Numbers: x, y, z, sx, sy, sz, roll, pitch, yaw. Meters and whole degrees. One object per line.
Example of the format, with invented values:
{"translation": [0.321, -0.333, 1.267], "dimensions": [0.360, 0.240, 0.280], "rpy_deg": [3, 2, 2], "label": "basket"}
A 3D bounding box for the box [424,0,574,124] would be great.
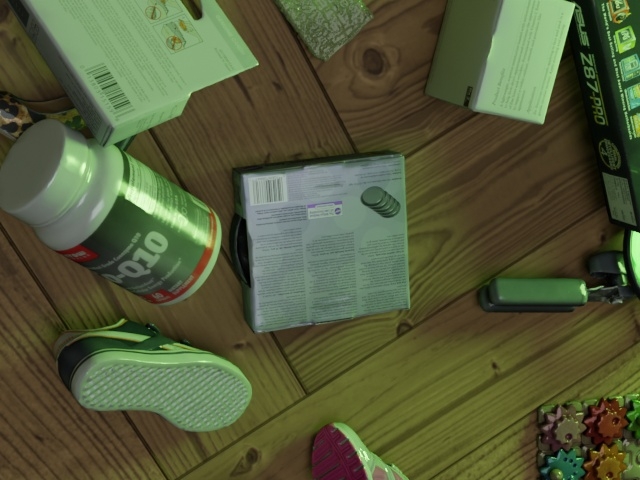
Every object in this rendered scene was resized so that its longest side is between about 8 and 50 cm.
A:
{"translation": [0.256, -0.276, 1.823], "dimensions": [0.119, 0.182, 0.180], "rpy_deg": [10, 100, -21], "label": "box"}

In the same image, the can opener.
{"translation": [0.391, 0.066, 2.020], "dimensions": [0.284, 0.076, 0.095], "rpy_deg": [1, 71, -18], "label": "can opener"}

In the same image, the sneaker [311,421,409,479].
{"translation": [0.078, 0.392, 1.981], "dimensions": [0.103, 0.111, 0.252], "rpy_deg": [-27, 95, 32], "label": "sneaker"}

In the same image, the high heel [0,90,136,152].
{"translation": [-0.346, -0.208, 1.693], "dimensions": [0.261, 0.093, 0.186], "rpy_deg": [27, 101, -37], "label": "high heel"}

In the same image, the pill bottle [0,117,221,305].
{"translation": [-0.282, -0.036, 1.682], "dimensions": [0.283, 0.161, 0.161], "rpy_deg": [34, 92, -41], "label": "pill bottle"}

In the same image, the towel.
{"translation": [-0.003, -0.343, 1.809], "dimensions": [0.110, 0.027, 0.148], "rpy_deg": [-41, 112, -3], "label": "towel"}

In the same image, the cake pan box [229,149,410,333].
{"translation": [0.000, 0.000, 1.872], "dimensions": [0.267, 0.070, 0.245], "rpy_deg": [-9, 103, -15], "label": "cake pan box"}

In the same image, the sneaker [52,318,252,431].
{"translation": [-0.242, 0.188, 1.822], "dimensions": [0.321, 0.127, 0.126], "rpy_deg": [21, 103, -45], "label": "sneaker"}

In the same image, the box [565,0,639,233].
{"translation": [0.553, -0.250, 1.924], "dimensions": [0.318, 0.097, 0.394], "rpy_deg": [-25, 112, -19], "label": "box"}

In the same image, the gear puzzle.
{"translation": [0.527, 0.346, 2.130], "dimensions": [0.339, 0.044, 0.175], "rpy_deg": [-5, 104, -16], "label": "gear puzzle"}

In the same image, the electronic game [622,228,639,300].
{"translation": [0.585, 0.029, 2.031], "dimensions": [0.229, 0.048, 0.229], "rpy_deg": [6, 77, -24], "label": "electronic game"}

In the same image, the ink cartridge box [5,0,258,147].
{"translation": [-0.255, -0.285, 1.663], "dimensions": [0.239, 0.060, 0.275], "rpy_deg": [-28, 78, -32], "label": "ink cartridge box"}
